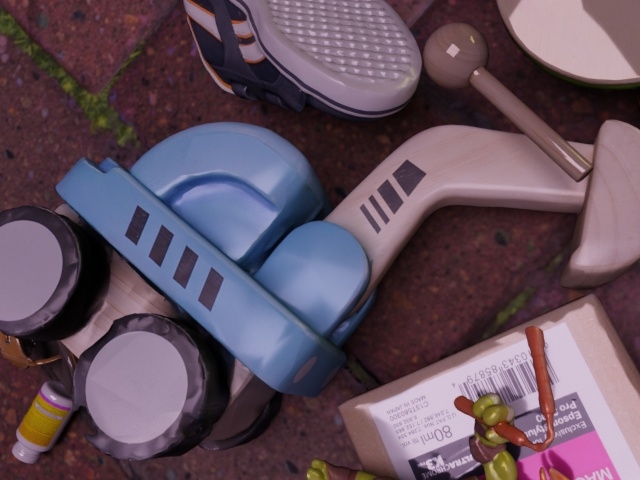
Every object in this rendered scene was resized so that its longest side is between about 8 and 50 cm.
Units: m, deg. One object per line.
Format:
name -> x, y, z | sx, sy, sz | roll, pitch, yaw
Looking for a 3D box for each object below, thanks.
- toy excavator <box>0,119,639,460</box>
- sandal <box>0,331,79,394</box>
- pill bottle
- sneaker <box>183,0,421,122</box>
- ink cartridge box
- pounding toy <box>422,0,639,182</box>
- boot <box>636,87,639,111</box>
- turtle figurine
toy excavator -> 0.000, 0.000, 0.612 | 0.433, 0.222, 0.445 | 38, 87, 18
sandal -> -0.322, 0.091, 0.749 | 0.219, 0.060, 0.090 | 41, 141, 21
pill bottle -> -0.296, 0.195, 0.755 | 0.043, 0.043, 0.083 | 32, 93, 20
sneaker -> -0.027, -0.184, 0.656 | 0.126, 0.127, 0.321 | -20, 52, -25
ink cartridge box -> 0.160, 0.178, 0.582 | 0.235, 0.088, 0.193 | -27, 74, 12
pounding toy -> 0.216, -0.178, 0.572 | 0.183, 0.110, 0.237 | 42, 95, 14
boot -> 0.316, -0.077, 0.581 | 0.082, 0.106, 0.219 | -15, 50, 21
turtle figurine -> 0.098, 0.199, 0.508 | 0.218, 0.087, 0.269 | -8, 89, 26
